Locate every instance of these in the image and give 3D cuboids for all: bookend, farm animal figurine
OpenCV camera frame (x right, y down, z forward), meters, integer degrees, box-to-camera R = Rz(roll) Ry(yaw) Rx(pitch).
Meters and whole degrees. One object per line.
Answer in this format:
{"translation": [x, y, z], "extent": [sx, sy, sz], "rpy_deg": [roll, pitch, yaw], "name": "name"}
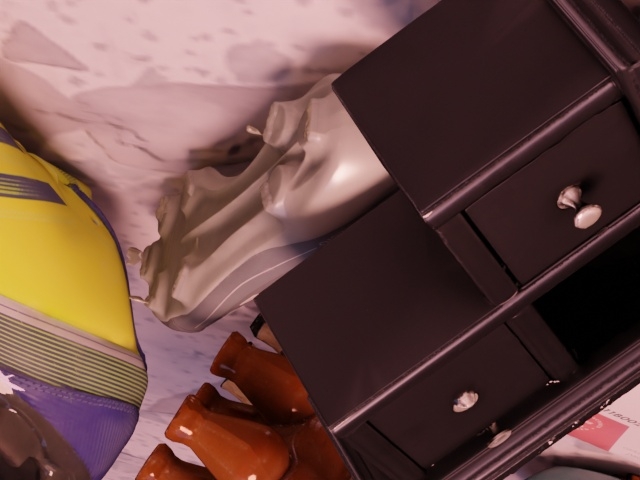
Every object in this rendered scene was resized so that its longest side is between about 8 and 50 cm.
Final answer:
{"translation": [0.044, 0.004, 0.493], "extent": [0.156, 0.072, 0.157], "rpy_deg": [-36, 144, 5], "name": "bookend"}
{"translation": [-0.044, 0.210, 0.685], "extent": [0.172, 0.330, 0.327], "rpy_deg": [33, -173, 1], "name": "farm animal figurine"}

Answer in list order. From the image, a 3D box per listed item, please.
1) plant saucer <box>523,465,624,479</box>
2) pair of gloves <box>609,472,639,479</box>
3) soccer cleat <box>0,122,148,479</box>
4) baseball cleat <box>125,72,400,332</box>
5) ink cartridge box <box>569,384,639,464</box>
{"translation": [0.175, 0.161, 0.945], "extent": [0.119, 0.021, 0.119], "rpy_deg": [19, 165, 6], "name": "plant saucer"}
{"translation": [0.221, 0.153, 0.936], "extent": [0.074, 0.010, 0.083], "rpy_deg": [28, 154, -34], "name": "pair of gloves"}
{"translation": [-0.142, -0.009, 0.642], "extent": [0.093, 0.121, 0.289], "rpy_deg": [8, 137, 25], "name": "soccer cleat"}
{"translation": [0.000, 0.000, 0.615], "extent": [0.109, 0.072, 0.206], "rpy_deg": [15, 161, -21], "name": "baseball cleat"}
{"translation": [0.180, 0.041, 0.620], "extent": [0.115, 0.067, 0.198], "rpy_deg": [23, 155, -26], "name": "ink cartridge box"}
